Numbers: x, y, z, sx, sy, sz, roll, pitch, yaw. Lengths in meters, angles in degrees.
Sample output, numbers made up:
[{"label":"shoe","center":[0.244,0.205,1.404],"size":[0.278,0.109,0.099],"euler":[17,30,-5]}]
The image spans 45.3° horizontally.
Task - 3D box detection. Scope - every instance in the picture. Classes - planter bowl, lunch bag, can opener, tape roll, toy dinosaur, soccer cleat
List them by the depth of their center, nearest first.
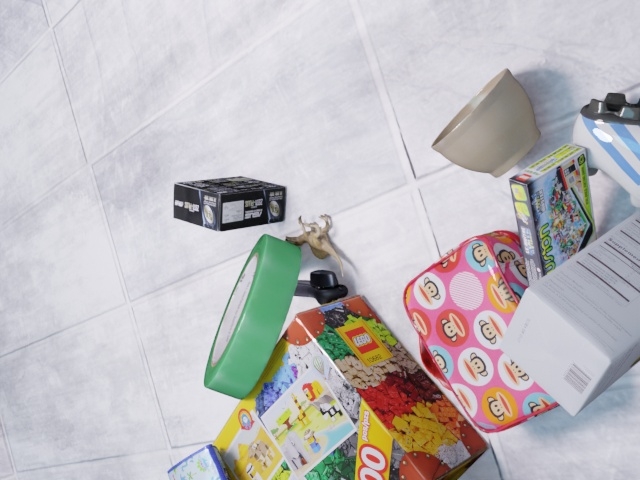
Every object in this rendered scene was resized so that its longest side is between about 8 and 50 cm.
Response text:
[{"label":"soccer cleat","center":[0.485,-0.096,1.000],"size":[0.331,0.116,0.143],"euler":[25,126,42]},{"label":"planter bowl","center":[0.264,-0.165,1.166],"size":[0.109,0.162,0.162],"euler":[42,129,-4]},{"label":"lunch bag","center":[0.266,0.156,1.234],"size":[0.258,0.120,0.293],"euler":[-41,71,40]},{"label":"tape roll","center":[-0.134,0.146,1.498],"size":[0.077,0.321,0.321],"euler":[22,122,-10]},{"label":"lunch bag","center":[-0.221,0.477,1.503],"size":[0.128,0.096,0.151],"euler":[62,142,16]},{"label":"toy dinosaur","center":[0.000,0.000,1.513],"size":[0.183,0.053,0.092],"euler":[25,130,45]},{"label":"can opener","center":[-0.015,0.094,1.533],"size":[0.186,0.059,0.073],"euler":[-4,89,54]}]

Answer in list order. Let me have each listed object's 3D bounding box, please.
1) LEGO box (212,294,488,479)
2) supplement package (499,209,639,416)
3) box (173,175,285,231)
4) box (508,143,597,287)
[{"label":"LEGO box","center":[0.016,0.415,1.468],"size":[0.372,0.193,0.500],"euler":[49,127,25]},{"label":"supplement package","center":[0.380,0.090,1.009],"size":[0.134,0.244,0.139],"euler":[45,149,28]},{"label":"box","center":[-0.186,-0.078,1.570],"size":[0.147,0.180,0.077],"euler":[16,109,40]},{"label":"box","center":[0.335,-0.019,1.086],"size":[0.036,0.114,0.206],"euler":[30,146,54]}]
